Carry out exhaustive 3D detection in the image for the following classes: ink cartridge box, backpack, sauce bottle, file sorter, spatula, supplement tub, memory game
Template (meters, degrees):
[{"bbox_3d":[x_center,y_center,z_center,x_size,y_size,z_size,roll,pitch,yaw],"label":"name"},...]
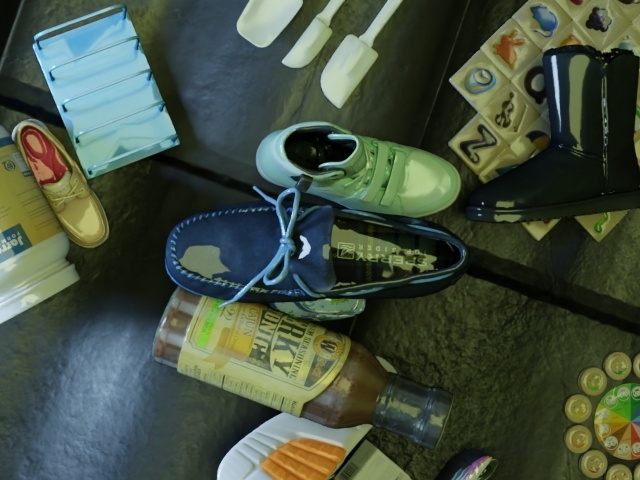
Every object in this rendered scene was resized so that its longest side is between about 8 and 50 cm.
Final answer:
[{"bbox_3d":[0.073,0.298,1.462,0.063,0.029,0.115,-50,130,-6],"label":"ink cartridge box"},{"bbox_3d":[-0.008,0.046,1.425,0.114,0.084,0.105,-7,88,-6],"label":"backpack"},{"bbox_3d":[-0.018,0.148,1.378,0.344,0.111,0.111,19,87,3],"label":"sauce bottle"},{"bbox_3d":[-0.245,-0.172,1.372,0.118,0.104,0.170,-22,94,-10],"label":"file sorter"},{"bbox_3d":[0.026,-0.307,1.463,0.168,0.019,0.242,35,85,-7],"label":"spatula"},{"bbox_3d":[-0.370,-0.014,1.330,0.144,0.144,0.200,-30,95,-9],"label":"supplement tub"},{"bbox_3d":[0.399,0.232,1.534,0.186,0.012,0.186,0,90,-10],"label":"memory game"}]

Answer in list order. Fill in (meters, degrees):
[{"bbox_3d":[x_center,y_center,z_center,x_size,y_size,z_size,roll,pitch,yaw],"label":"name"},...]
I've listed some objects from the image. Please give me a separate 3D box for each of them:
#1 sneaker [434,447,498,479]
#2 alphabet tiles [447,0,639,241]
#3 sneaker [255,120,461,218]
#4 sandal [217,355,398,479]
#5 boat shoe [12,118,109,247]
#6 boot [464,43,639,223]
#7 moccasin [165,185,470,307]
[{"bbox_3d":[0.168,0.339,1.473,0.077,0.072,0.178,34,97,-14],"label":"sneaker"},{"bbox_3d":[0.336,-0.179,1.522,0.342,0.011,0.285,-45,97,-7],"label":"alphabet tiles"},{"bbox_3d":[0.058,-0.079,1.403,0.255,0.151,0.094,9,87,-11],"label":"sneaker"},{"bbox_3d":[-0.007,0.242,1.432,0.265,0.076,0.102,-35,71,-27],"label":"sandal"},{"bbox_3d":[-0.304,-0.065,1.384,0.063,0.059,0.170,-35,96,-8],"label":"boat shoe"},{"bbox_3d":[0.282,-0.130,1.457,0.246,0.094,0.207,-7,95,-17],"label":"boot"},{"bbox_3d":[0.000,0.000,1.328,0.342,0.117,0.138,-3,82,-10],"label":"moccasin"}]
